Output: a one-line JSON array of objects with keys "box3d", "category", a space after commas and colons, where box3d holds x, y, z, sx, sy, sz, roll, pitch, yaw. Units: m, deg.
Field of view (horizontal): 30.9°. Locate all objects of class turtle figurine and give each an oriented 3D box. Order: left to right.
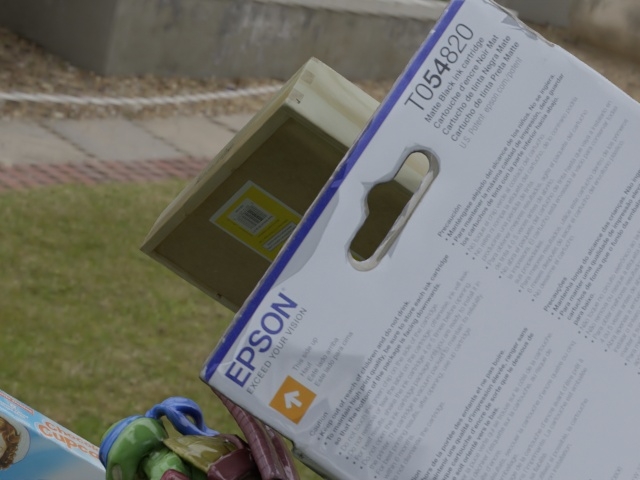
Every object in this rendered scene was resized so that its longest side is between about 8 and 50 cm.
[{"box3d": [-0.069, 0.239, 0.747, 0.266, 0.197, 0.275, 19, 33, 22], "category": "turtle figurine"}]

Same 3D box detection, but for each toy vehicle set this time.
[{"box3d": [0.000, 0.000, 0.728, 0.166, 0.035, 0.267, 35, -29, -12], "category": "toy vehicle set"}]

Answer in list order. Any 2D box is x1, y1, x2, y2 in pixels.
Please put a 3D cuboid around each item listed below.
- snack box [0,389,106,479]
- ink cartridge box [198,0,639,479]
[{"box3d": [-0.201, 0.275, 0.961, 0.322, 0.187, 0.060, 34, 0, -16], "category": "snack box"}, {"box3d": [0.094, 0.035, 0.523, 0.224, 0.223, 0.045, 35, -13, -4], "category": "ink cartridge box"}]
